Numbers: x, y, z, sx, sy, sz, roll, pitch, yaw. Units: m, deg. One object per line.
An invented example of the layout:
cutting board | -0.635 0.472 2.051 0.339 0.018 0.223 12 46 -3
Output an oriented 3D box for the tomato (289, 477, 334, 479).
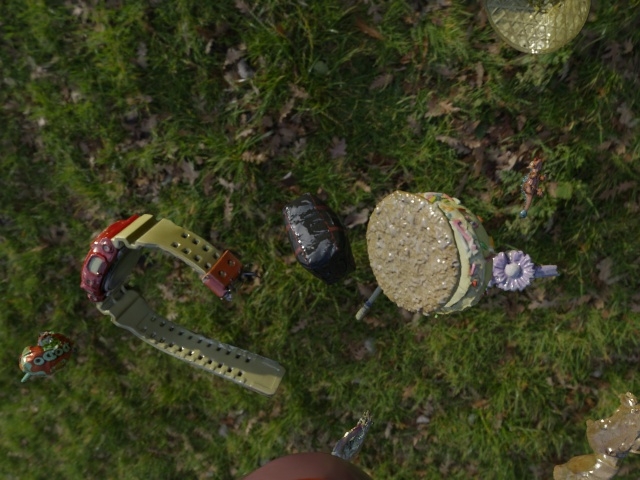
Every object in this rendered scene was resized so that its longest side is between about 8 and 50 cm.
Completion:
tomato | -0.035 0.171 0.245 0.166 0.174 0.082 107 151 -57

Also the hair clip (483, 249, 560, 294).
hair clip | 0.425 0.083 1.194 0.293 0.084 0.106 -10 86 6

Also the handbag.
handbag | 0.000 0.000 1.317 0.215 0.155 0.169 65 -175 32

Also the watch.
watch | -0.154 0.075 0.591 0.269 0.102 0.164 23 125 4

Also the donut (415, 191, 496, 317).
donut | 0.155 0.015 0.644 0.175 0.068 0.174 31 132 43

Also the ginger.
ginger | 0.585 0.446 1.027 0.290 0.084 0.122 -64 34 26

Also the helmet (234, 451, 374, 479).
helmet | -0.005 0.322 0.395 0.197 0.338 0.271 -44 96 7

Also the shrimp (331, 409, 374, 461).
shrimp | 0.096 0.568 1.396 0.190 0.101 0.042 -59 40 8

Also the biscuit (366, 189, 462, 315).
biscuit | 0.083 0.012 0.452 0.120 0.015 0.120 27 124 49

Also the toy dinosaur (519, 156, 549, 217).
toy dinosaur | 0.512 -0.128 1.183 0.055 0.049 0.154 23 99 65

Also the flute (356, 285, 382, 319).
flute | 0.151 0.142 1.316 0.027 0.027 0.233 38 129 11

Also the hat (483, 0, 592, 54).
hat | 0.286 -0.318 0.615 0.146 0.067 0.146 42 156 23

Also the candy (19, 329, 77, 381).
candy | -0.342 0.152 0.587 0.185 0.056 0.049 -34 82 45
